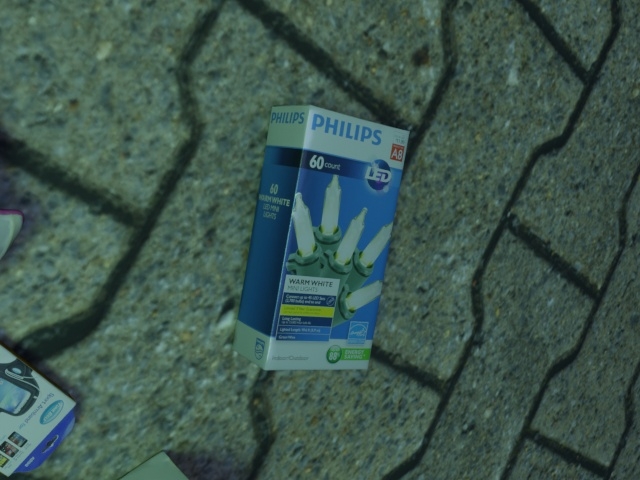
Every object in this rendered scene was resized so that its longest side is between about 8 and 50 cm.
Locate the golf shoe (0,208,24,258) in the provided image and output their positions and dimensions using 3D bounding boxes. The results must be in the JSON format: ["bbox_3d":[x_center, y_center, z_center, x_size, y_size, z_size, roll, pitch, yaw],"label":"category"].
[{"bbox_3d":[-0.320,-0.087,0.444,0.140,0.115,0.306,-40,126,-35],"label":"golf shoe"}]

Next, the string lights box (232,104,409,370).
[{"bbox_3d":[0.000,0.000,0.696,0.133,0.076,0.260,7,95,-35],"label":"string lights box"}]

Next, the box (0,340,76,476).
[{"bbox_3d":[-0.275,0.137,0.559,0.081,0.028,0.136,-48,125,-18],"label":"box"}]

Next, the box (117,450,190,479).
[{"bbox_3d":[-0.134,0.315,0.630,0.091,0.130,0.170,-30,116,-28],"label":"box"}]
